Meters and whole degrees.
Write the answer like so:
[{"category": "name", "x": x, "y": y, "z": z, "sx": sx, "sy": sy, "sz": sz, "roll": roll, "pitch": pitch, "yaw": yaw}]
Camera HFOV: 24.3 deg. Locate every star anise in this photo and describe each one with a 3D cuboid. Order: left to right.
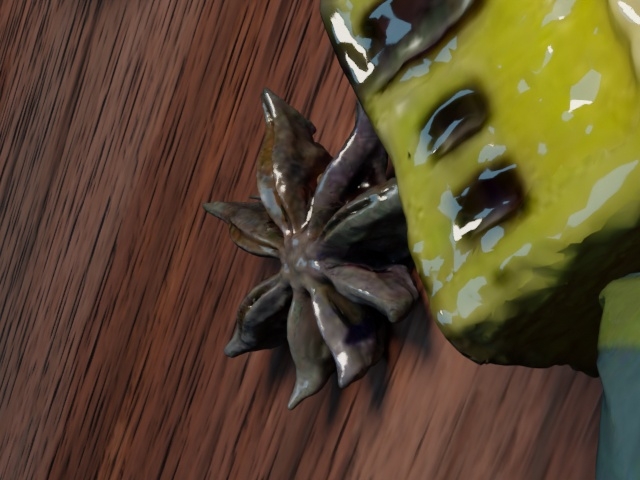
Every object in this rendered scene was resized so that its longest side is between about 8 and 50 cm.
[{"category": "star anise", "x": 0.000, "y": 0.000, "z": 0.836, "sx": 0.180, "sy": 0.061, "sz": 0.204, "roll": 51, "pitch": 130, "yaw": 32}]

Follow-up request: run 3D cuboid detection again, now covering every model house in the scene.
[{"category": "model house", "x": 0.149, "y": -0.078, "z": 0.577, "sx": 0.234, "sy": 0.175, "sz": 0.193, "roll": -39, "pitch": 51, "yaw": 32}]

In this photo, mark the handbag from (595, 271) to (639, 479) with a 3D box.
[{"category": "handbag", "x": 0.192, "y": 0.125, "z": 0.366, "sx": 0.222, "sy": 0.263, "sz": 0.241, "roll": 168, "pitch": 105, "yaw": -68}]
